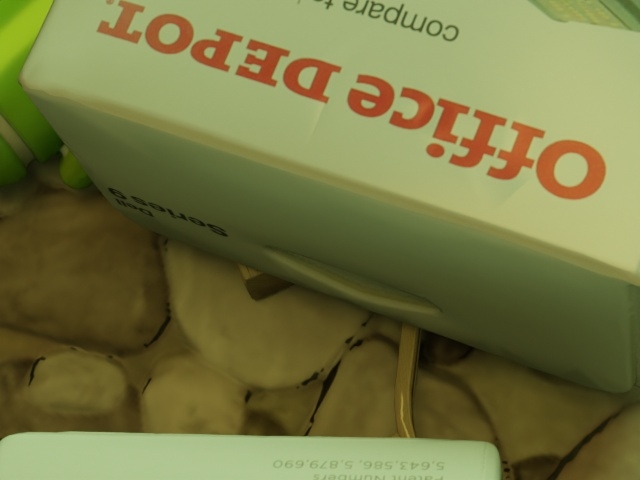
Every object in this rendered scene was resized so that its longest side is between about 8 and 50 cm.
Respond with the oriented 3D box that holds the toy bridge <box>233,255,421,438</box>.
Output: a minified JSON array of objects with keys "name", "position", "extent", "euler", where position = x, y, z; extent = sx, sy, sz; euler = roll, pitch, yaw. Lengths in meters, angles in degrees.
[{"name":"toy bridge","position":[0.000,0.000,0.676],"extent":[0.063,0.026,0.188],"euler":[-23,69,0]}]

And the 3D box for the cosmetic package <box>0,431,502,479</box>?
[{"name":"cosmetic package","position":[-0.027,0.168,0.515],"extent":[0.151,0.151,0.184],"euler":[0,35,9]}]

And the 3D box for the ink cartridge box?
[{"name":"ink cartridge box","position":[0.062,-0.122,0.626],"extent":[0.211,0.121,0.289],"euler":[18,75,17]}]

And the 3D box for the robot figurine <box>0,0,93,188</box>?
[{"name":"robot figurine","position":[-0.109,-0.066,0.694],"extent":[0.115,0.067,0.101],"euler":[-42,93,-7]}]
